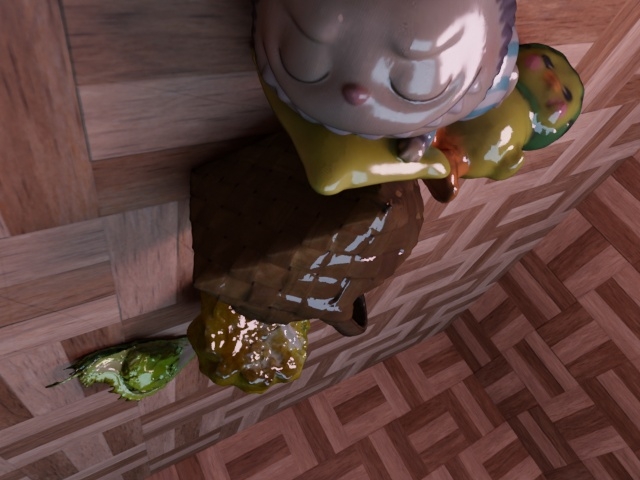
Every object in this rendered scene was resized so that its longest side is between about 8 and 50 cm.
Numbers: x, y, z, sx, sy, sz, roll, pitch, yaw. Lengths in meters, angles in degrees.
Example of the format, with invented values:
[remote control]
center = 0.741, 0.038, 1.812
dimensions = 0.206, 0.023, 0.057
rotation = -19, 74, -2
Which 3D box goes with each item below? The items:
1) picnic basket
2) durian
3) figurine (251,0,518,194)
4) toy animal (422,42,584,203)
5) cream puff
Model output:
[picnic basket]
center = 0.000, 0.000, 0.690
dimensions = 0.337, 0.293, 0.337
rotation = -8, 143, -6
[durian]
center = -0.399, 0.286, 1.010
dimensions = 0.132, 0.106, 0.375
rotation = -51, 153, 23
[figurine]
center = 0.125, -0.263, 0.426
dimensions = 0.361, 0.266, 0.378
rotation = -28, 161, -32
[toy animal]
center = 0.291, -0.213, 0.793
dimensions = 0.338, 0.216, 0.191
rotation = -30, -178, -11
[cream puff]
center = -0.150, 0.188, 0.959
dimensions = 0.282, 0.282, 0.185
rotation = -17, 177, -28
